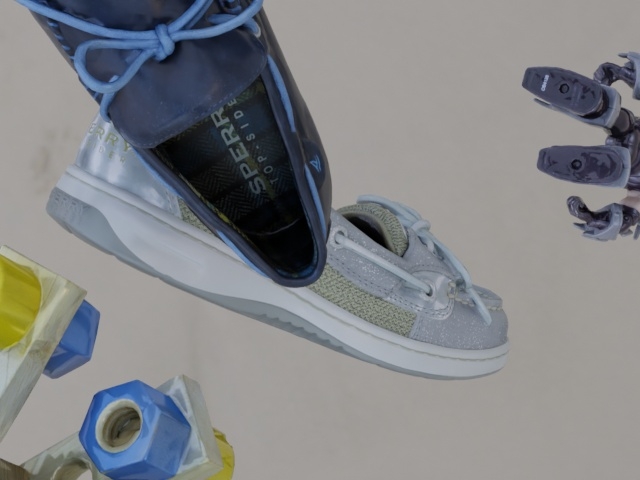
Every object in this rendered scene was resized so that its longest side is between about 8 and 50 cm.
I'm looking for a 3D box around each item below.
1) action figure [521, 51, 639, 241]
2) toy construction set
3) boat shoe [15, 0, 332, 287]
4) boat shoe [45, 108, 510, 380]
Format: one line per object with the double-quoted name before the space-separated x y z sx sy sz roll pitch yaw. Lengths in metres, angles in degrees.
"action figure" 0.282 -0.094 1.791 0.099 0.285 0.185 4 86 26
"toy construction set" -0.149 0.180 0.607 0.327 0.151 0.215 -49 52 21
"boat shoe" -0.053 -0.082 0.822 0.109 0.258 0.089 -36 39 7
"boat shoe" -0.002 -0.001 1.054 0.118 0.320 0.103 27 94 54
